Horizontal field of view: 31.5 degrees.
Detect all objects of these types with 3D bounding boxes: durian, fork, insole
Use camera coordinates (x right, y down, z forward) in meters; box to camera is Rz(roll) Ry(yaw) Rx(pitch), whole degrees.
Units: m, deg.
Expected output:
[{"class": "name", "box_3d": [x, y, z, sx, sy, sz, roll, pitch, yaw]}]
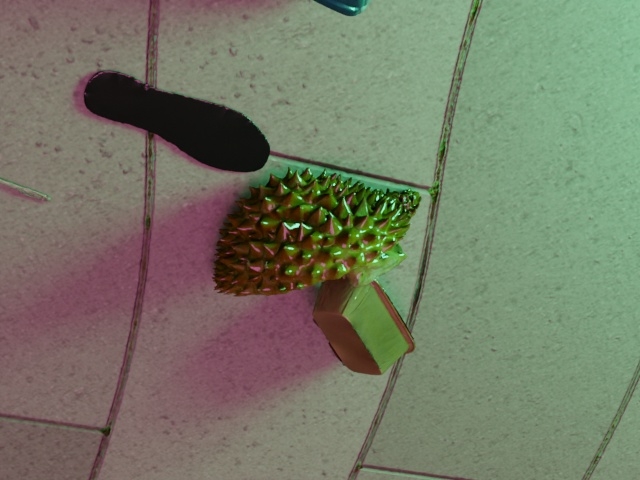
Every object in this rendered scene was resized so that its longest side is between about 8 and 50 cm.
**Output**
[{"class": "durian", "box_3d": [0.000, 0.000, 1.486, 0.306, 0.172, 0.166, -23, 148, -6]}, {"class": "fork", "box_3d": [-0.397, -0.071, 1.442, 0.115, 0.012, 0.016, 20, 120, -27]}, {"class": "insole", "box_3d": [-0.176, -0.151, 1.437, 0.253, 0.005, 0.086, 21, 115, -23]}]

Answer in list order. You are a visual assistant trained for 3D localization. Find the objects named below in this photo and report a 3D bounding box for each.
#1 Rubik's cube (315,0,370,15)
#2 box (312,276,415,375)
[{"class": "Rubik's cube", "box_3d": [0.015, -0.317, 1.243, 0.255, 0.254, 0.254, -5, 122, -8]}, {"class": "box", "box_3d": [0.059, 0.110, 1.591, 0.111, 0.111, 0.177, -27, 123, 6]}]
